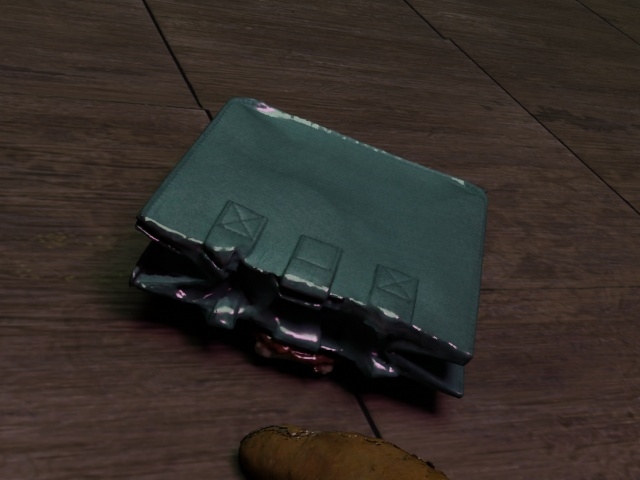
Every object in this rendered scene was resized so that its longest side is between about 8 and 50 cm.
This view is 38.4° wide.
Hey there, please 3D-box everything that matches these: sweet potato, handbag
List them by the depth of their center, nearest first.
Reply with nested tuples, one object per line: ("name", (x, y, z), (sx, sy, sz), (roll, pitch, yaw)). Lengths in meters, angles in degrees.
("sweet potato", (0.053, 0.192, 0.489), (0.124, 0.098, 0.310), (12, 21, -25))
("handbag", (-0.001, 0.003, 0.768), (0.269, 0.100, 0.274), (20, 31, -4))
